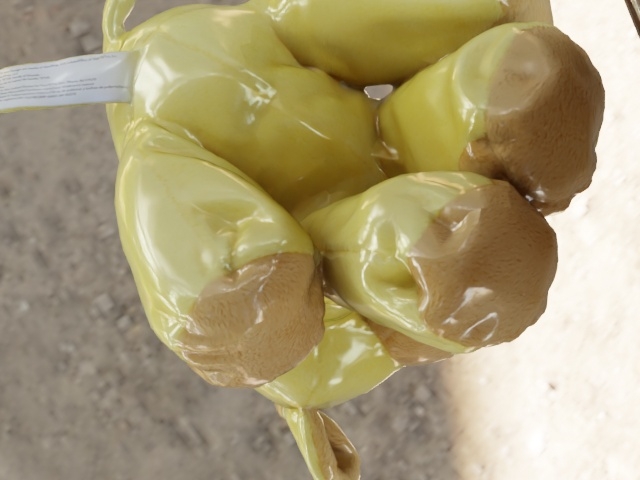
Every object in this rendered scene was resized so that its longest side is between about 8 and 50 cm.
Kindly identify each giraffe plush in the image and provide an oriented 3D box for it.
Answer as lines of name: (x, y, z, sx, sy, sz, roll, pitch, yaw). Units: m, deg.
giraffe plush: (0.000, 0.000, 0.633, 0.210, 0.181, 0.170, 7, 147, 22)

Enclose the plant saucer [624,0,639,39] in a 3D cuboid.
plant saucer: (0.119, -0.010, 0.464, 0.036, 0.198, 0.198, -23, 97, 12)
